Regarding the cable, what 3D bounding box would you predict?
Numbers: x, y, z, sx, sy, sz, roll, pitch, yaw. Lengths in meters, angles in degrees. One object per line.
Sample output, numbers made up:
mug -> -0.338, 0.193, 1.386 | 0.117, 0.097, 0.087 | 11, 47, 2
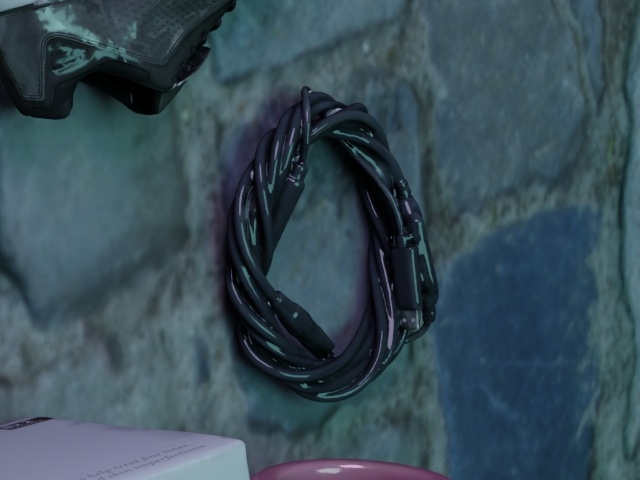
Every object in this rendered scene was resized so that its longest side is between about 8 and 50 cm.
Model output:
cable -> 0.000, 0.000, 1.143 | 0.151, 0.047, 0.184 | -23, 108, -36

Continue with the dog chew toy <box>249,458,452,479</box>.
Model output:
dog chew toy -> 0.011, 0.293, 1.044 | 0.207, 0.207, 0.331 | -3, 99, -44

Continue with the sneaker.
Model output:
sneaker -> -0.088, -0.126, 1.037 | 0.234, 0.078, 0.106 | -24, 108, -37

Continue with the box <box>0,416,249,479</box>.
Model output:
box -> -0.150, 0.163, 0.894 | 0.181, 0.182, 0.119 | -13, 99, -43
